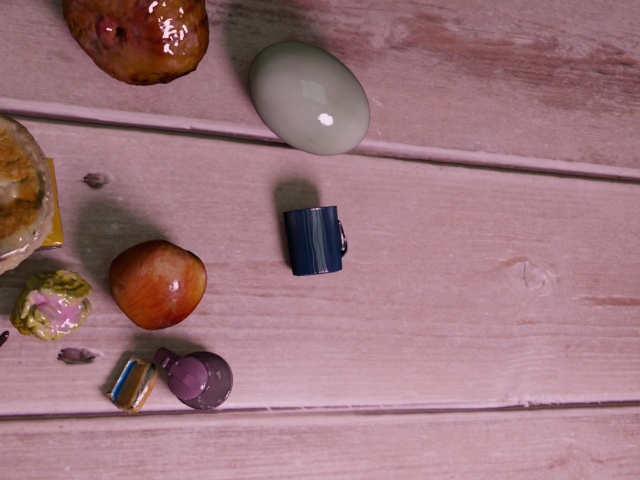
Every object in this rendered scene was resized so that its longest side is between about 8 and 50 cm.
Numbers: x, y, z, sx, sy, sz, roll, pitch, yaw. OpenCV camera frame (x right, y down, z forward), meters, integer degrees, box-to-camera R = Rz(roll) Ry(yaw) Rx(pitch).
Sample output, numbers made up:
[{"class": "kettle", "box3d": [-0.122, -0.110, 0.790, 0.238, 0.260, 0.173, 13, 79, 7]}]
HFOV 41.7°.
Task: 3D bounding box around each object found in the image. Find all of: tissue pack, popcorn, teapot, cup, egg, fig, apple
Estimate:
[{"class": "tissue pack", "box3d": [-0.548, -0.063, 1.562, 0.120, 0.082, 0.169, -7, 89, -20]}, {"class": "popcorn", "box3d": [-0.494, 0.119, 1.553, 0.126, 0.126, 0.145, 55, 41, -25]}, {"class": "teapot", "box3d": [-0.246, 0.255, 1.627, 0.116, 0.146, 0.148, -28, 75, 3]}, {"class": "cup", "box3d": [0.002, 0.000, 1.774, 0.150, 0.113, 0.138, -7, 91, -21]}, {"class": "egg", "box3d": [-0.022, -0.291, 1.735, 0.282, 0.203, 0.203, 35, 74, -22]}, {"class": "fig", "box3d": [-0.312, -0.486, 1.621, 0.286, 0.286, 0.369, 37, 51, -16]}, {"class": "apple", "box3d": [-0.302, 0.081, 1.595, 0.173, 0.195, 0.160, -37, 72, 6]}]

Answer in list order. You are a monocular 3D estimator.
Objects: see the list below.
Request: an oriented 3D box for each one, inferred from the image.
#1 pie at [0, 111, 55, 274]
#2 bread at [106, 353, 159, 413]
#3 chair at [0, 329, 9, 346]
[{"class": "pie", "box3d": [-0.629, -0.084, 1.468, 0.339, 0.077, 0.339, 1, 76, -5]}, {"class": "bread", "box3d": [-0.359, 0.282, 1.629, 0.072, 0.053, 0.106, 19, 73, 24]}, {"class": "chair", "box3d": [-0.685, 0.284, 1.459, 0.160, 0.319, 0.186, 27, 33, -22]}]
